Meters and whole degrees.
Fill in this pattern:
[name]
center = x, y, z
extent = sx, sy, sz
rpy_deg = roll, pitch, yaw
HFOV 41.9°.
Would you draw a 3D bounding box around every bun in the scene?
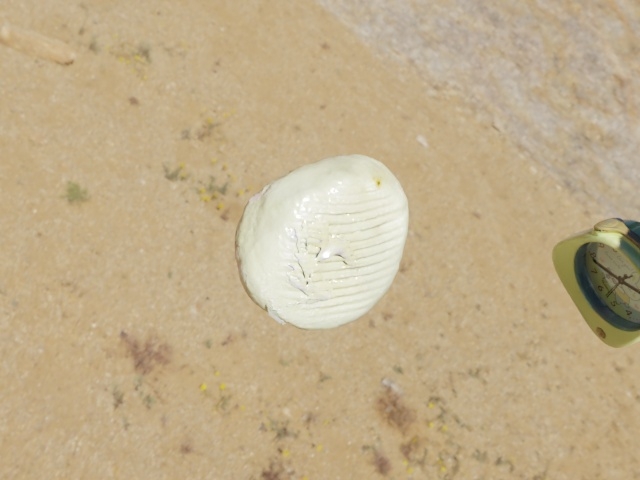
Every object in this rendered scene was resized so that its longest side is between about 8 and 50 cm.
[bun]
center = -0.003, -0.003, 1.210
extent = 0.272, 0.273, 0.168
rpy_deg = 12, 18, -36

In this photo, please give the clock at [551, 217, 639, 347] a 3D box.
[clock]
center = 0.413, 0.046, 1.105
extent = 0.069, 0.232, 0.170
rpy_deg = -26, 82, -19
